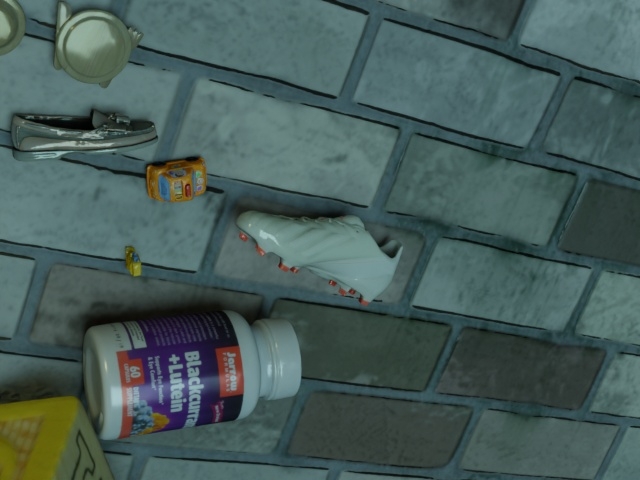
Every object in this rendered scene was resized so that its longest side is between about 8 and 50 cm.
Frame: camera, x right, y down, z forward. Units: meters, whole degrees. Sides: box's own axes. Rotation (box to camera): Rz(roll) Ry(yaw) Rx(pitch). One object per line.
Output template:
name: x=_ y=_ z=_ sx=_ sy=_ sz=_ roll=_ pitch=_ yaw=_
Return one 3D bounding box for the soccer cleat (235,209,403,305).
soccer cleat: x=0.000 y=0.000 z=1.086 sx=0.196 sy=0.068 sz=0.076 roll=25 pitch=98 yaw=-40

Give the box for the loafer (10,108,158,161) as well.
loafer: x=-0.202 y=-0.095 z=0.955 sx=0.125 sy=0.045 sz=0.039 roll=-9 pitch=112 yaw=-17

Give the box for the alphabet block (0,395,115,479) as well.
alphabet block: x=-0.288 y=0.279 z=0.984 sx=0.192 sy=0.193 sz=0.197 roll=-8 pitch=122 yaw=8

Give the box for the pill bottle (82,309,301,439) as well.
pill bottle: x=-0.121 y=0.124 z=1.063 sx=0.193 sy=0.108 sz=0.108 roll=-6 pitch=117 yaw=-22

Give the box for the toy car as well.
toy car: x=-0.138 y=-0.018 z=1.024 sx=0.060 sy=0.040 sz=0.122 roll=7 pitch=112 yaw=-27

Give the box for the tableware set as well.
tableware set: x=-0.219 y=-0.205 z=0.904 sx=0.168 sy=0.020 sz=0.141 roll=12 pitch=108 yaw=-28
